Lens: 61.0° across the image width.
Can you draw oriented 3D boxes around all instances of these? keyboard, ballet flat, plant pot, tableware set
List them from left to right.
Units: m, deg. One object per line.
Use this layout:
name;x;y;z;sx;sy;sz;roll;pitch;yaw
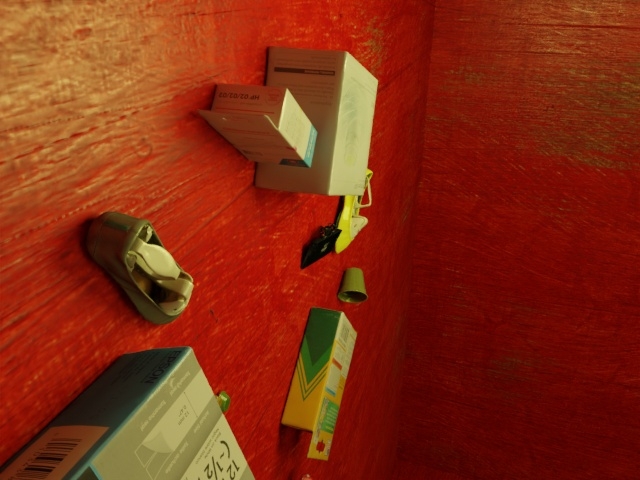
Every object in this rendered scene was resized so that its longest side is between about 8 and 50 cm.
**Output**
ballet flat;-0.180;0.044;0.605;0.213;0.068;0.072;71;33;-57
tableware set;-0.176;0.309;0.830;0.104;0.024;0.154;51;49;-71
keyboard;0.000;0.000;1.234;0.100;0.038;0.192;-61;169;17
plant pot;0.089;0.120;1.495;0.083;0.083;0.079;70;21;-57
ballet flat;0.085;-0.077;1.365;0.077;0.077;0.231;28;72;-72

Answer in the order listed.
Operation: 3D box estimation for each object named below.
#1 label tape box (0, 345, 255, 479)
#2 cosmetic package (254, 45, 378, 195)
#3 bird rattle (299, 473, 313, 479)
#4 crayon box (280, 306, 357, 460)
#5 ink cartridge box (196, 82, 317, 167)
label tape box;-0.164;0.322;0.548;0.347;0.115;0.249;68;28;-18
cosmetic package;0.001;-0.194;0.948;0.224;0.138;0.224;-15;114;-71
bird rattle;-0.050;0.637;1.205;0.207;0.143;0.253;54;32;-37
crayon box;-0.002;0.342;1.289;0.203;0.083;0.323;61;41;-63
ink cartridge box;-0.081;-0.163;0.752;0.181;0.104;0.061;38;62;-70
